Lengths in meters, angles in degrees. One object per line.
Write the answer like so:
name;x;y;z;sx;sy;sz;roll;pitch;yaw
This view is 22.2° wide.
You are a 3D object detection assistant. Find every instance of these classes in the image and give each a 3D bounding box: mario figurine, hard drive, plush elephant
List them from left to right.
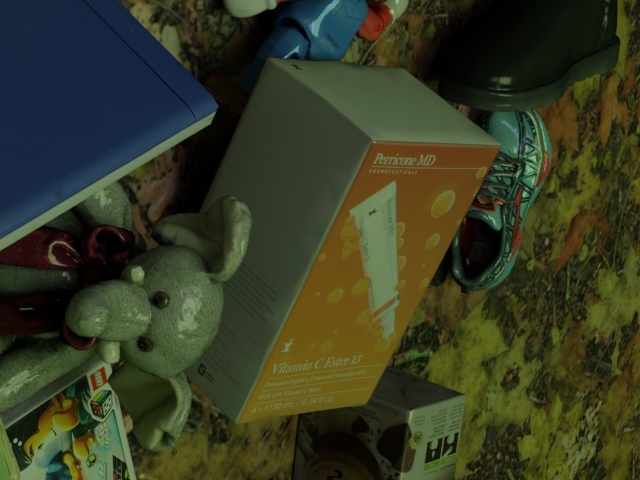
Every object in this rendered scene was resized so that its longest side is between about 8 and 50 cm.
hard drive;-0.271;-0.114;1.409;0.319;0.210;0.040;-35;165;-38
plush elephant;-0.207;0.050;1.493;0.330;0.255;0.271;3;102;-51
mario figurine;-0.007;-0.261;1.765;0.320;0.170;0.198;-55;176;-5

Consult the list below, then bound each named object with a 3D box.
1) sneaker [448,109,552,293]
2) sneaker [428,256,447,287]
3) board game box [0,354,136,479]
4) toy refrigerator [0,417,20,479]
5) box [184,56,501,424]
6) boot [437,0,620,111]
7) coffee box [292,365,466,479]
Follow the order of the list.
sneaker;0.226;-0.054;2.078;0.125;0.104;0.261;-24;125;-72
sneaker;0.133;-0.005;2.034;0.072;0.077;0.178;-49;137;-25
board game box;-0.273;0.284;1.668;0.193;0.053;0.305;-35;129;-38
toy refrigerator;-0.328;0.162;1.392;0.269;0.094;0.102;83;7;-45
box;0.000;0.000;1.711;0.215;0.168;0.345;-2;125;-48
boot;0.273;-0.408;1.988;0.367;0.146;0.445;-31;130;-53
coffee box;0.061;0.313;1.997;0.119;0.168;0.297;-9;110;-49
